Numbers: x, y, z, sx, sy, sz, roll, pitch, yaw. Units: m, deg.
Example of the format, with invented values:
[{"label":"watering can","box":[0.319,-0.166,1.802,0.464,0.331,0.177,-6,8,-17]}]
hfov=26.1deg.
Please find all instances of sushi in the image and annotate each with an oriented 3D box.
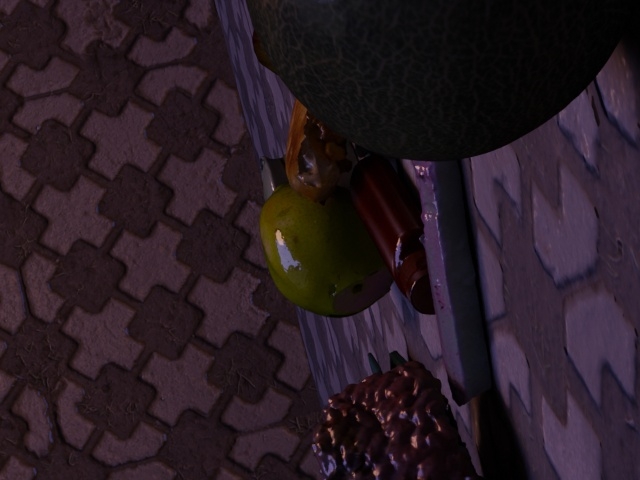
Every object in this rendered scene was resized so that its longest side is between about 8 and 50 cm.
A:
[{"label":"sushi","box":[0.102,0.275,1.564,0.270,0.171,0.236,61,180,-44]}]

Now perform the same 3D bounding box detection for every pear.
[{"label":"pear","box":[0.000,0.000,1.908,0.219,0.187,0.187,53,163,24]}]

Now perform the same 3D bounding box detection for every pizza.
[{"label":"pizza","box":[0.012,-0.172,1.818,0.335,0.086,0.226,-89,16,-65]}]

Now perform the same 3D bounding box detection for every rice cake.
[{"label":"rice cake","box":[0.136,0.038,1.472,0.081,0.051,0.290,-123,20,-65]}]

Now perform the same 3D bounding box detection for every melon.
[{"label":"melon","box":[0.070,-0.173,0.811,0.301,0.237,0.237,91,163,-69]}]

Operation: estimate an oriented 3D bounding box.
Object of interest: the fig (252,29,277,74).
[{"label":"fig","box":[-0.035,-0.287,2.062,0.155,0.109,0.103,28,114,45]}]

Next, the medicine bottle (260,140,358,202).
[{"label":"medicine bottle","box":[-0.013,-0.073,2.070,0.147,0.143,0.147,166,90,-82]}]

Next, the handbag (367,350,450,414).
[{"label":"handbag","box":[0.125,0.318,1.921,0.274,0.100,0.268,-125,21,-70]}]

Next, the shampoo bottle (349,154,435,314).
[{"label":"shampoo bottle","box":[0.098,-0.003,1.642,0.260,0.064,0.102,-116,15,-57]}]

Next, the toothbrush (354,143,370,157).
[{"label":"toothbrush","box":[0.066,-0.141,1.718,0.418,0.040,0.042,152,114,-83]}]
